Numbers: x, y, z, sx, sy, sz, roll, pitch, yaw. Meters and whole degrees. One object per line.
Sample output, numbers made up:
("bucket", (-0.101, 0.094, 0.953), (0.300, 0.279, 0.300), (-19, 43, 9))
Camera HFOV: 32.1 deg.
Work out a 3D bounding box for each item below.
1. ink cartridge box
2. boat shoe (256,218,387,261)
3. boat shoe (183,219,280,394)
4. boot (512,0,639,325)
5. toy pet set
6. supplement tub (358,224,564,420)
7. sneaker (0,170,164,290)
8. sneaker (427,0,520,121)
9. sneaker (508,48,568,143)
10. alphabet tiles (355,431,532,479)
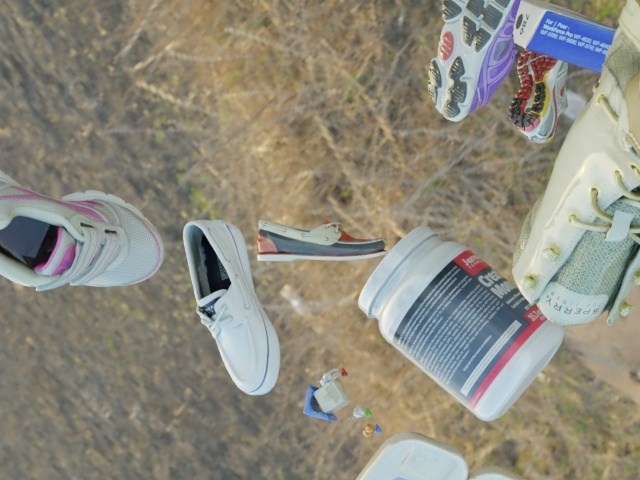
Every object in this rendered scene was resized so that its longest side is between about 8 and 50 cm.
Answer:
("ink cartridge box", (0.327, -0.287, 1.528), (0.165, 0.333, 0.065), (14, 105, -14))
("boat shoe", (0.000, 0.000, 1.118), (0.137, 0.043, 0.049), (0, 177, 18))
("boat shoe", (-0.134, 0.092, 1.535), (0.095, 0.084, 0.258), (-32, 68, 29))
("boot", (0.156, -0.018, 0.550), (0.077, 0.213, 0.165), (20, 120, -4))
("toy pet set", (0.024, 0.264, 1.747), (0.122, 0.065, 0.114), (58, -169, 21))
("supplement tub", (0.213, 0.123, 1.695), (0.272, 0.191, 0.191), (40, 147, 17))
("sneaker", (-0.258, 0.006, 1.103), (0.111, 0.252, 0.103), (42, 111, 46))
("sneaker", (0.146, -0.185, 0.983), (0.068, 0.071, 0.170), (49, 142, 29))
("sneaker", (0.399, -0.273, 1.994), (0.088, 0.225, 0.093), (0, 150, 41))
("alphabet tiles", (0.041, 0.246, 0.667), (0.284, 0.021, 0.278), (26, 109, -24))
